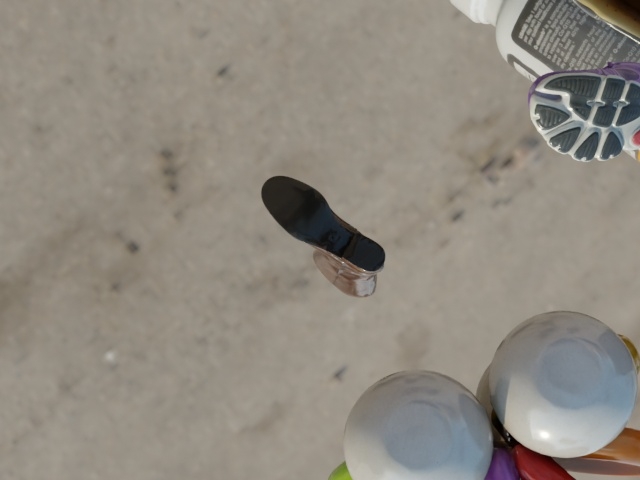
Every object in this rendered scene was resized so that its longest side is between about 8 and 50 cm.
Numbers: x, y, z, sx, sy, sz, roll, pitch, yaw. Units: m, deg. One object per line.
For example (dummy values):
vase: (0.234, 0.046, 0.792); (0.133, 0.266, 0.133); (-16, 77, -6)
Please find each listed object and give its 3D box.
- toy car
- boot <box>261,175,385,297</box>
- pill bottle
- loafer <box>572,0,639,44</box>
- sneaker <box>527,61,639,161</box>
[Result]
toy car: (0.099, 0.125, 0.970); (0.182, 0.136, 0.159); (-22, 169, -3)
boot: (0.000, 0.000, 1.336); (0.037, 0.106, 0.114); (-51, 176, -8)
pill bottle: (0.265, -0.197, 1.711); (0.162, 0.278, 0.162); (-44, 161, -19)
loafer: (0.151, -0.051, 0.560); (0.061, 0.170, 0.062); (-42, 156, -30)
sneaker: (0.211, -0.100, 1.344); (0.170, 0.071, 0.068); (1, 119, -39)
